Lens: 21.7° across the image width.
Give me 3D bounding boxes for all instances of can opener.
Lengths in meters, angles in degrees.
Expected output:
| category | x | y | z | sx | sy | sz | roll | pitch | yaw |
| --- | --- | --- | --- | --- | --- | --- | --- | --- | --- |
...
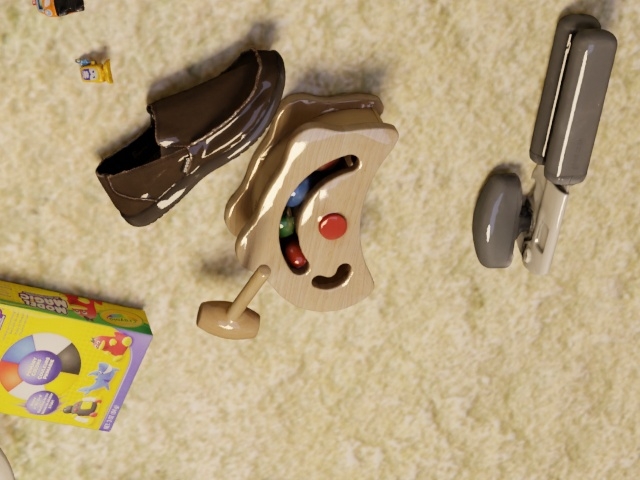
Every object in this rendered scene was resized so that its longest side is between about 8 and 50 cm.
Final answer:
| category | x | y | z | sx | sy | sz | roll | pitch | yaw |
| --- | --- | --- | --- | --- | --- | --- | --- | --- | --- |
| can opener | 0.221 | -0.090 | 1.692 | 0.095 | 0.076 | 0.283 | -3 | 122 | -19 |

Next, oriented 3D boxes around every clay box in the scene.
| category | x | y | z | sx | sy | sz | roll | pitch | yaw |
| --- | --- | --- | --- | --- | --- | --- | --- | --- | --- |
| clay box | -0.293 | 0.111 | 1.657 | 0.222 | 0.053 | 0.127 | 13 | 116 | -27 |

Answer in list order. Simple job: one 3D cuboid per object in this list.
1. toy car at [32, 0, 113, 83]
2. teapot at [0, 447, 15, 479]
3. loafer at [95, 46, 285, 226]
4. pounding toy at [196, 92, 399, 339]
| category | x | y | z | sx | sy | sz | roll | pitch | yaw |
| --- | --- | --- | --- | --- | --- | --- | --- | --- | --- |
| toy car | -0.227 | -0.182 | 1.488 | 0.041 | 0.060 | 0.122 | -2 | 121 | 20 |
| teapot | -0.432 | 0.263 | 1.636 | 0.253 | 0.187 | 0.256 | -14 | 112 | -44 |
| loafer | -0.123 | -0.103 | 1.558 | 0.220 | 0.080 | 0.078 | -44 | 126 | 12 |
| pounding toy | 0.000 | 0.000 | 1.623 | 0.154 | 0.155 | 0.269 | 18 | 115 | -23 |
